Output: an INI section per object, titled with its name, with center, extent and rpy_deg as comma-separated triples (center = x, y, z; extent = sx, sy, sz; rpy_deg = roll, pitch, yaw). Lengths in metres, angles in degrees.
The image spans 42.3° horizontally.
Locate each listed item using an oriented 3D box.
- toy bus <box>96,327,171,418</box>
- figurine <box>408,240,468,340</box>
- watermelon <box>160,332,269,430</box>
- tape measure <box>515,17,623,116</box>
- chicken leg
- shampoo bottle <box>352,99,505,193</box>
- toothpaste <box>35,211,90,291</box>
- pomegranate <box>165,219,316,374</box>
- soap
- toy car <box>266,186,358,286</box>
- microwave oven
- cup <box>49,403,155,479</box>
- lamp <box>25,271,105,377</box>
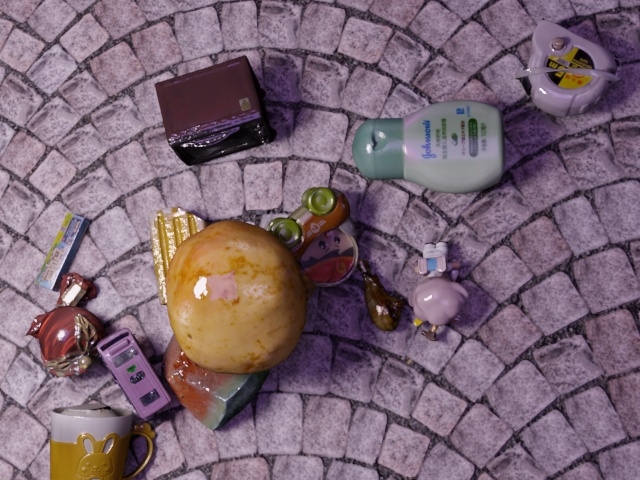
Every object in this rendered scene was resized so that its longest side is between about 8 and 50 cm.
[toy bus]
center = -0.428, 0.304, 1.896
extent = 0.096, 0.108, 0.199
rpy_deg = -32, 102, -15
[figurine]
center = 0.268, 0.109, 1.888
extent = 0.137, 0.112, 0.229
rpy_deg = -3, 69, 11
[watermelon]
center = -0.274, 0.299, 1.916
extent = 0.256, 0.140, 0.193
rpy_deg = 34, 76, 19
[tape measure]
center = 0.575, -0.390, 1.938
extent = 0.236, 0.120, 0.197
rpy_deg = 31, 78, 16
[chicken leg]
center = 0.138, 0.124, 1.921
extent = 0.093, 0.070, 0.178
rpy_deg = -22, 71, -16
[shampoo bottle]
center = 0.248, -0.217, 1.928
extent = 0.349, 0.151, 0.222
rpy_deg = -1, 81, 7
[toothpaste]
center = -0.643, 0.024, 2.035
extent = 0.070, 0.044, 0.194
rpy_deg = 21, 82, 9
[pomegranate]
center = -0.166, 0.116, 1.787
extent = 0.342, 0.342, 0.343
rpy_deg = -1, 79, 6
[soap]
center = -0.328, 0.034, 1.983
extent = 0.140, 0.073, 0.232
rpy_deg = -11, 78, 3
[toy car]
center = 0.000, 0.000, 1.936
extent = 0.235, 0.145, 0.235
rpy_deg = 0, 93, -8
[microwave oven]
center = -0.249, -0.297, 1.984
extent = 0.247, 0.178, 0.188
rpy_deg = -18, 78, 3
[cup]
center = -0.498, 0.488, 1.878
extent = 0.241, 0.185, 0.226
rpy_deg = 7, 84, -24
[lamp]
center = -0.588, 0.203, 1.942
extent = 0.223, 0.151, 0.215
rpy_deg = 39, 82, 14
